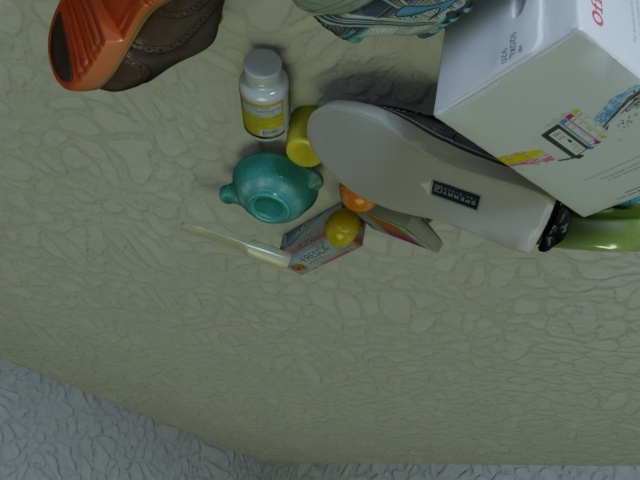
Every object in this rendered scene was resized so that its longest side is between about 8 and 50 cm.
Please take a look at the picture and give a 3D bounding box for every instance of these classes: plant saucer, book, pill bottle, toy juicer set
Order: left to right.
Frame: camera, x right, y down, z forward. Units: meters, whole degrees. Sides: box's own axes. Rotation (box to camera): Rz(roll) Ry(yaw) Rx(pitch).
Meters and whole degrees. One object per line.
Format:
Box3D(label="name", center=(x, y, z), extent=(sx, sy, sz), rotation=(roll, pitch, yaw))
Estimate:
Box3D(label="pill bottle", center=(-0.071, -0.186, 0.856), extent=(0.065, 0.065, 0.116), rotation=(9, 151, 3))
Box3D(label="toy juicer set", center=(-0.044, -0.059, 1.037), extent=(0.209, 0.089, 0.329), rotation=(34, 135, -24))
Box3D(label="book", center=(0.112, -0.028, 1.048), extent=(0.144, 0.035, 0.096), rotation=(23, 168, 46))
Box3D(label="plant saucer", center=(0.356, -0.029, 0.900), extent=(0.241, 0.037, 0.241), rotation=(1, -166, 0))

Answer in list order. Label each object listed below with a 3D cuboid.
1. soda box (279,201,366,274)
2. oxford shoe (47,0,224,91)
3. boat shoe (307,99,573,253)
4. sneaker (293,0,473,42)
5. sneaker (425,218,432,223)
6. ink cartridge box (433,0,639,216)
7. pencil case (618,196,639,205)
Box3D(label="soda box", center=(0.000, 0.000, 1.165), extent=(0.058, 0.063, 0.183), rotation=(28, 146, -28))
Box3D(label="oxford shoe", center=(-0.148, -0.279, 0.700), extent=(0.363, 0.130, 0.132), rotation=(-27, 167, 38))
Box3D(label="boat shoe", center=(0.162, -0.110, 0.852), extent=(0.340, 0.158, 0.127), rotation=(27, 135, 15))
Box3D(label="sneaker", center=(0.111, -0.261, 0.643), extent=(0.283, 0.110, 0.122), rotation=(0, 158, 36))
Box3D(label="sneaker", center=(0.164, -0.074, 0.979), extent=(0.071, 0.068, 0.170), rotation=(27, 148, -16))
Box3D(label="ink cartridge box", center=(0.258, -0.167, 0.669), extent=(0.232, 0.171, 0.168), rotation=(27, 147, -26))
Box3D(label="pencil case", center=(0.375, -0.109, 0.843), extent=(0.070, 0.064, 0.152), rotation=(10, 156, 37))
